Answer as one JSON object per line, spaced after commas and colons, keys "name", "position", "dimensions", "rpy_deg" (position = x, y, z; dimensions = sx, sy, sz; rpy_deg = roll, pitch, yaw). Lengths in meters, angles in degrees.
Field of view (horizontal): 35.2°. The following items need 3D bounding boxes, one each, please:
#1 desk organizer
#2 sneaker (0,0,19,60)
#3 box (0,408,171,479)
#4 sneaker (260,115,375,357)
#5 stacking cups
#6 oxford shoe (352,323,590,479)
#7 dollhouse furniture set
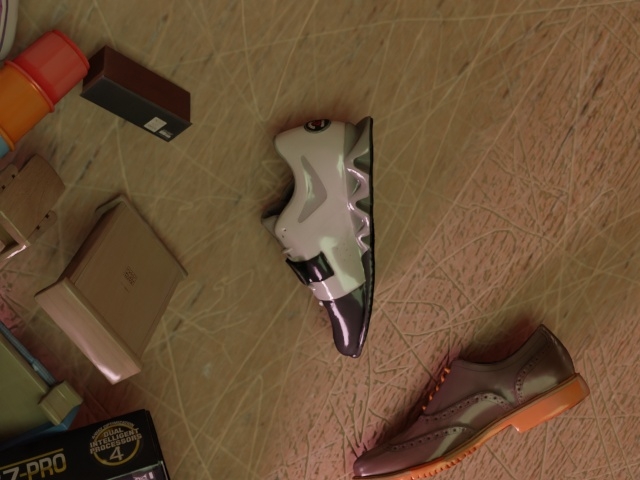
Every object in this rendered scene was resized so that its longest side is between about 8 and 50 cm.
{"name": "desk organizer", "position": [-0.215, -0.172, 1.191], "dimensions": [0.047, 0.050, 0.130], "rpy_deg": [-30, 139, 34]}
{"name": "sneaker", "position": [-0.385, -0.311, 1.021], "dimensions": [0.161, 0.102, 0.282], "rpy_deg": [-18, 121, -51]}
{"name": "box", "position": [-0.329, 0.400, 1.287], "dimensions": [0.318, 0.097, 0.395], "rpy_deg": [-17, 138, -11]}
{"name": "sneaker", "position": [0.000, 0.000, 1.300], "dimensions": [0.146, 0.122, 0.331], "rpy_deg": [-2, 114, 4]}
{"name": "stacking cups", "position": [-0.380, -0.100, 1.083], "dimensions": [0.316, 0.096, 0.096], "rpy_deg": [-45, 118, -19]}
{"name": "oxford shoe", "position": [0.195, 0.245, 1.459], "dimensions": [0.363, 0.130, 0.133], "rpy_deg": [-27, 83, 3]}
{"name": "dollhouse furniture set", "position": [-0.369, 0.070, 1.220], "dimensions": [0.303, 0.198, 0.286], "rpy_deg": [-27, 113, 23]}
